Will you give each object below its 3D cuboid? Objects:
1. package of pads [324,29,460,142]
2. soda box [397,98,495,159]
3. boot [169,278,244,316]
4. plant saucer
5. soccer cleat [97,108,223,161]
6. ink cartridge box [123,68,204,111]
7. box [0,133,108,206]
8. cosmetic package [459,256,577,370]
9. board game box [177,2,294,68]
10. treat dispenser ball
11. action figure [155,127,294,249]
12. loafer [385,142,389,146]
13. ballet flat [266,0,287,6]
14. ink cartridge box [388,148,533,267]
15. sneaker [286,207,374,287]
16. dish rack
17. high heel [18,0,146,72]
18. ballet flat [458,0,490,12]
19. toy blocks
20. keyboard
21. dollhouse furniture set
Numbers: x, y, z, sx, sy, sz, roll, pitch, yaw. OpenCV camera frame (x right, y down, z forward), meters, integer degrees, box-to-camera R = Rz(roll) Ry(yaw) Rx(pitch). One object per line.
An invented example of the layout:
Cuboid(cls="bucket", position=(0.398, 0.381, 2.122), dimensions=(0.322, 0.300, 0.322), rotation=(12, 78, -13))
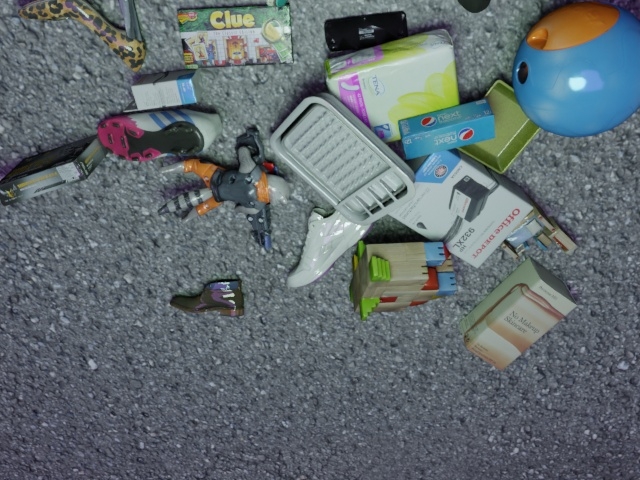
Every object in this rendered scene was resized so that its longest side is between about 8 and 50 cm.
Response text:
Cuboid(cls="package of pads", position=(0.172, -0.350, 1.450), dimensions=(0.297, 0.101, 0.229), rotation=(-13, 134, 7))
Cuboid(cls="soda box", position=(0.291, -0.257, 1.434), dimensions=(0.210, 0.067, 0.071), rotation=(-13, 138, 7))
Cuboid(cls="boot", position=(-0.327, 0.155, 1.801), dimensions=(0.219, 0.082, 0.106), rotation=(6, 98, 2))
Cuboid(cls="plant saucer", position=(0.435, -0.283, 1.526), dimensions=(0.188, 0.045, 0.188), rotation=(24, 117, -25))
Cuboid(cls="soccer cleat", position=(-0.392, -0.265, 1.535), dimensions=(0.332, 0.143, 0.115), rotation=(6, 122, 25))
Cuboid(cls="ink cartridge box", position=(-0.379, -0.360, 1.475), dimensions=(0.180, 0.104, 0.060), rotation=(-6, 119, 4))
Cuboid(cls="box", position=(-0.664, -0.178, 1.539), dimensions=(0.231, 0.183, 0.056), rotation=(-15, 119, 10))
Cuboid(cls="cosmetic package", position=(0.558, 0.213, 1.773), dimensions=(0.153, 0.129, 0.296), rotation=(32, 115, -15))
Cuboid(cls="board game box", position=(-0.196, -0.477, 1.451), dimensions=(0.260, 0.030, 0.136), rotation=(-3, 117, 2))
Cuboid(cls="treat dispenser ball", position=(0.568, -0.369, 1.351), dimensions=(0.289, 0.288, 0.288), rotation=(0, 120, 1))
Cuboid(cls="action figure", position=(-0.227, -0.095, 1.589), dimensions=(0.331, 0.178, 0.341), rotation=(-5, 117, 15))
Cuboid(cls="loafer", position=(0.135, -0.206, 1.592), dimensions=(0.039, 0.045, 0.125), rotation=(20, 116, -18))
Cuboid(cls="ballet flat", position=(-0.056, -0.621, 1.340), dimensions=(0.077, 0.091, 0.241), rotation=(45, 110, 12))
Cuboid(cls="ink cartridge box", position=(0.347, -0.104, 1.596), dimensions=(0.308, 0.129, 0.223), rotation=(30, 115, -15))
Cuboid(cls="sneaker", position=(0.000, 0.000, 1.688), dimensions=(0.152, 0.114, 0.305), rotation=(43, 107, -8))
Cuboid(cls="dish rack", position=(0.058, -0.196, 1.480), dimensions=(0.333, 0.072, 0.285), rotation=(41, 150, -11))
Cuboid(cls="high heel", position=(-0.540, -0.466, 1.420), dimensions=(0.262, 0.093, 0.186), rotation=(-8, 113, -5))
Cuboid(cls="ballet flat", position=(0.309, -0.618, 1.323), dimensions=(0.095, 0.096, 0.280), rotation=(-17, 118, 12))
Cuboid(cls="toy blocks", position=(0.231, 0.101, 1.630), dimensions=(0.261, 0.190, 0.381), rotation=(-2, 158, -6))
Cuboid(cls="keyboard", position=(0.108, -0.474, 1.451), dimensions=(0.192, 0.038, 0.100), rotation=(-6, 101, 2))
Cuboid(cls="dollhouse furniture set", position=(0.576, 0.000, 1.652), dimensions=(0.184, 0.129, 0.129), rotation=(38, 113, -19))
